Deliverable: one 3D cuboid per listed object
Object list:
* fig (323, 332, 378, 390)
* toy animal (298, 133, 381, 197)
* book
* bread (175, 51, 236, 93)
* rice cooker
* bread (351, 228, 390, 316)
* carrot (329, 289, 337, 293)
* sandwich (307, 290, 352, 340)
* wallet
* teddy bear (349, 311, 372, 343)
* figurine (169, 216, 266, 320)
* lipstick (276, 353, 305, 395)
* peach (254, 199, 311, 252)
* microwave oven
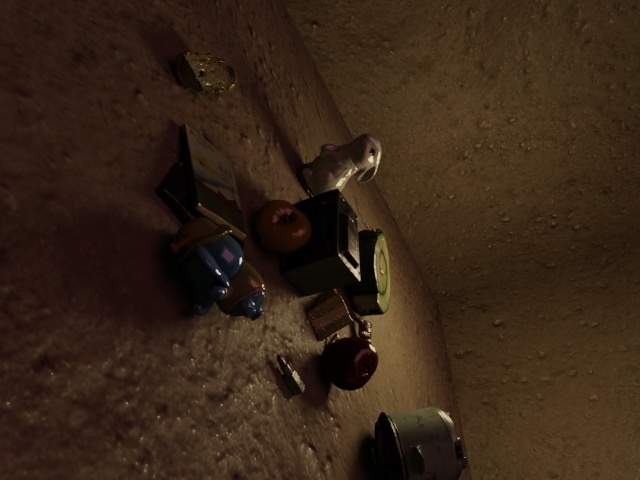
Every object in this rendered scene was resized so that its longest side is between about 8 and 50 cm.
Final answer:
[{"bbox_3d":[0.071,0.386,1.469,0.175,0.207,0.174,-13,109,-45],"label":"fig"},{"bbox_3d":[0.101,-0.306,1.922,0.257,0.358,0.193,61,18,-27],"label":"toy animal"},{"bbox_3d":[-0.279,-0.152,1.189,0.201,0.026,0.289,40,27,-54],"label":"book"},{"bbox_3d":[-0.341,-0.491,1.355,0.128,0.088,0.232,56,28,-8],"label":"bread"},{"bbox_3d":[0.311,0.705,1.529,0.317,0.317,0.264,9,73,-68],"label":"rice cooker"},{"bbox_3d":[0.214,0.144,1.981,0.366,0.129,0.381,57,35,-57],"label":"bread"},{"bbox_3d":[0.061,0.234,1.736,0.037,0.037,0.190,16,51,-66],"label":"carrot"},{"bbox_3d":[0.008,0.258,1.597,0.117,0.144,0.187,67,-17,-5],"label":"sandwich"},{"bbox_3d":[-0.282,-0.054,1.125,0.285,0.030,0.146,55,18,-29],"label":"wallet"},{"bbox_3d":[0.178,0.363,1.839,0.119,0.078,0.160,36,36,-63],"label":"teddy bear"},{"bbox_3d":[-0.216,0.070,0.982,0.262,0.154,0.180,56,25,-2],"label":"figurine"},{"bbox_3d":[-0.085,0.356,1.215,0.129,0.030,0.030,61,21,-18],"label":"lipstick"},{"bbox_3d":[-0.117,-0.043,1.380,0.179,0.103,0.179,12,50,-14],"label":"peach"},{"bbox_3d":[0.000,0.000,1.517,0.181,0.238,0.295,50,31,-41],"label":"microwave oven"}]
